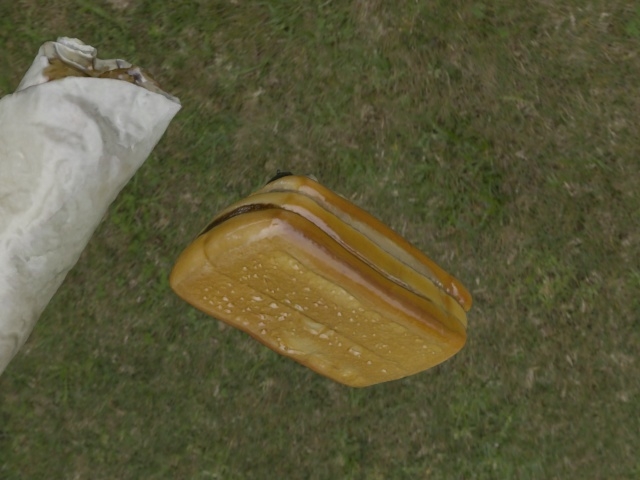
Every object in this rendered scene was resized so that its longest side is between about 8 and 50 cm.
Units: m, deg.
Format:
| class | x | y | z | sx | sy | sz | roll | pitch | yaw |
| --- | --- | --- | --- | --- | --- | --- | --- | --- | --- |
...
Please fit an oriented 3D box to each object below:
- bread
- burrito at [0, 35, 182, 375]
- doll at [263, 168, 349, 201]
| class | x | y | z | sx | sy | sz | roll | pitch | yaw |
| --- | --- | --- | --- | --- | --- | --- | --- | --- | --- |
| bread | 0.004 | 0.031 | 0.564 | 0.200 | 0.077 | 0.116 | 33 | 141 | -32 |
| burrito | -0.240 | 0.040 | 0.538 | 0.117 | 0.076 | 0.392 | 35 | 91 | 13 |
| doll | 0.000 | 0.000 | 0.767 | 0.089 | 0.179 | 0.102 | -21 | 150 | -21 |
